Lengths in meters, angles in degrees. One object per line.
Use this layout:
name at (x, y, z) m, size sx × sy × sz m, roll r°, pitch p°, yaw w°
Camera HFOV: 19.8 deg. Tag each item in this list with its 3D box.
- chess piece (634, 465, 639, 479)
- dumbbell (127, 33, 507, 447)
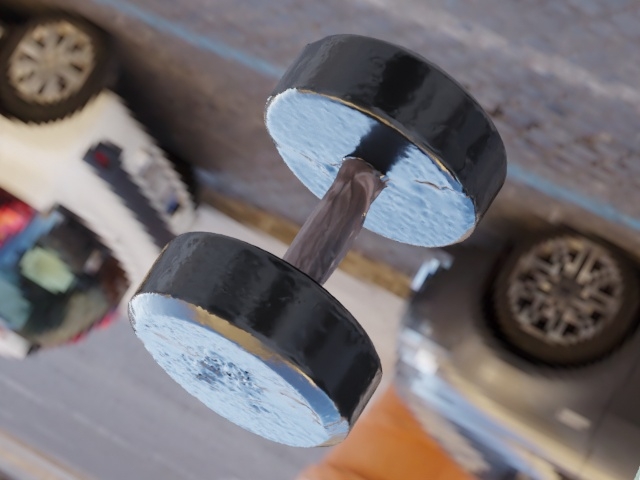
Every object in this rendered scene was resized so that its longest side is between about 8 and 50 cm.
chess piece at (0.291, 0.230, 1.202) m, size 0.298 × 0.176 × 0.176 m, roll 5°, pitch 152°, yaw 42°
dumbbell at (0.000, 0.000, 1.106) m, size 0.152 × 0.218 × 0.152 m, roll 27°, pitch 155°, yaw 14°
